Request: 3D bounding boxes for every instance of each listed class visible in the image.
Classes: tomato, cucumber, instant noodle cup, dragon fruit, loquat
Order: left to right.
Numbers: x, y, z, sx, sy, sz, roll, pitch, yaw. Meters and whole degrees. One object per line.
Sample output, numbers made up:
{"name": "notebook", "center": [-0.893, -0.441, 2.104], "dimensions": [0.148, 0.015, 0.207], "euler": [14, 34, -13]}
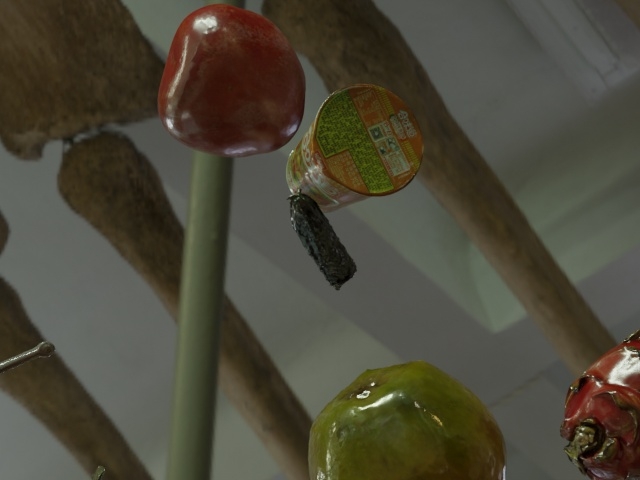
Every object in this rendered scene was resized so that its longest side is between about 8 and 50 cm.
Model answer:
{"name": "tomato", "center": [-0.100, -0.183, 1.354], "dimensions": [0.187, 0.151, 0.187], "euler": [0, -84, 0]}
{"name": "cucumber", "center": [0.000, 0.000, 1.568], "dimensions": [0.053, 0.053, 0.181], "euler": [-24, -47, 10]}
{"name": "instant noodle cup", "center": [0.033, -0.116, 1.656], "dimensions": [0.168, 0.168, 0.185], "euler": [10, -17, -19]}
{"name": "loquat", "center": [0.098, 0.256, 1.217], "dimensions": [0.213, 0.213, 0.246], "euler": [-24, -84, 10]}
{"name": "dragon fruit", "center": [0.315, 0.124, 1.022], "dimensions": [0.246, 0.125, 0.125], "euler": [-42, -12, -12]}

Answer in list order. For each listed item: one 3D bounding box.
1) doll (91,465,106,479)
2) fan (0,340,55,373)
{"name": "doll", "center": [-0.304, 0.393, 1.567], "dimensions": [0.091, 0.202, 0.286], "euler": [9, -40, -37]}
{"name": "fan", "center": [-0.494, 0.193, 1.563], "dimensions": [0.282, 0.057, 0.023], "euler": [-25, -6, -23]}
